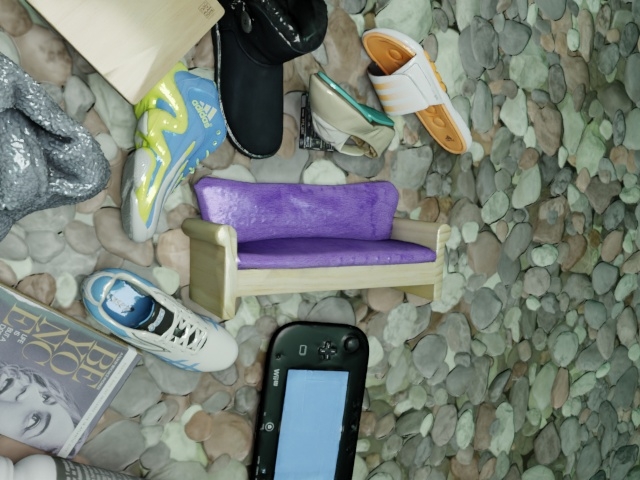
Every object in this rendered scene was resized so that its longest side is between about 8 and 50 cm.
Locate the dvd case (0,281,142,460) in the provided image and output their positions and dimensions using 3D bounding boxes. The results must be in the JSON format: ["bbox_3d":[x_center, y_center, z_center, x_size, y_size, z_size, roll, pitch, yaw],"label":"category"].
[{"bbox_3d":[-0.358,0.160,0.727,0.221,0.018,0.165,35,87,-28],"label":"dvd case"}]

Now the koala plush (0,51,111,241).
[{"bbox_3d":[-0.359,-0.055,0.624,0.203,0.196,0.221,46,70,-36],"label":"koala plush"}]

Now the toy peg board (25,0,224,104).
[{"bbox_3d":[-0.229,-0.272,0.690,0.161,0.079,0.161,-50,120,-11],"label":"toy peg board"}]

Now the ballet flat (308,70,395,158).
[{"bbox_3d":[0.039,-0.164,0.845,0.248,0.086,0.086,8,92,-62],"label":"ballet flat"}]

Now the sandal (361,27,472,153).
[{"bbox_3d":[0.149,-0.214,0.933,0.265,0.102,0.076,46,71,-27],"label":"sandal"}]

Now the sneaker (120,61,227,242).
[{"bbox_3d":[-0.181,-0.112,0.767,0.126,0.091,0.240,7,91,-30],"label":"sneaker"}]

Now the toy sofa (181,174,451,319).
[{"bbox_3d":[0.000,0.000,0.847,0.362,0.150,0.177,-1,97,-29],"label":"toy sofa"}]

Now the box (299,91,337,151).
[{"bbox_3d":[0.002,-0.179,0.902,0.067,0.018,0.083,-1,96,-29],"label":"box"}]

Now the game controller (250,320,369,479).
[{"bbox_3d":[-0.018,0.282,0.917,0.166,0.067,0.320,6,92,-30],"label":"game controller"}]

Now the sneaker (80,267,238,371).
[{"bbox_3d":[-0.204,0.115,0.784,0.237,0.086,0.085,35,78,-29],"label":"sneaker"}]

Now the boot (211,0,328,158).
[{"bbox_3d":[-0.066,-0.226,0.751,0.094,0.207,0.247,-13,102,-26],"label":"boot"}]

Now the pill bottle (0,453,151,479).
[{"bbox_3d":[-0.301,0.348,0.702,0.283,0.161,0.161,31,80,-33],"label":"pill bottle"}]
